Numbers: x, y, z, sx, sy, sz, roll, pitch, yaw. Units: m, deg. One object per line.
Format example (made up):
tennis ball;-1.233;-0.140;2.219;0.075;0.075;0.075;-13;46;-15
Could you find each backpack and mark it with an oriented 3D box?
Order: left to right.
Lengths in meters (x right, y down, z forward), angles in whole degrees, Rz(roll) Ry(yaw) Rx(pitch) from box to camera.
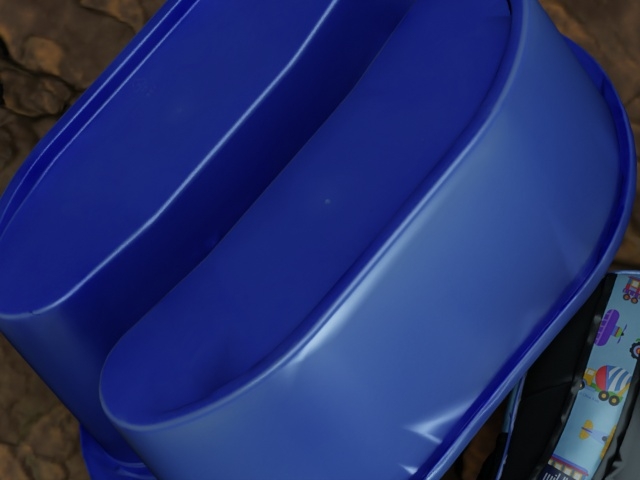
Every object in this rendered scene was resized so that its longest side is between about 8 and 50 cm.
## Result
backpack;0.160;0.109;0.817;0.158;0.117;0.173;13;77;7

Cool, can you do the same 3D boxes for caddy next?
caddy;0.000;0.000;0.822;0.341;0.179;0.241;-49;49;-9
